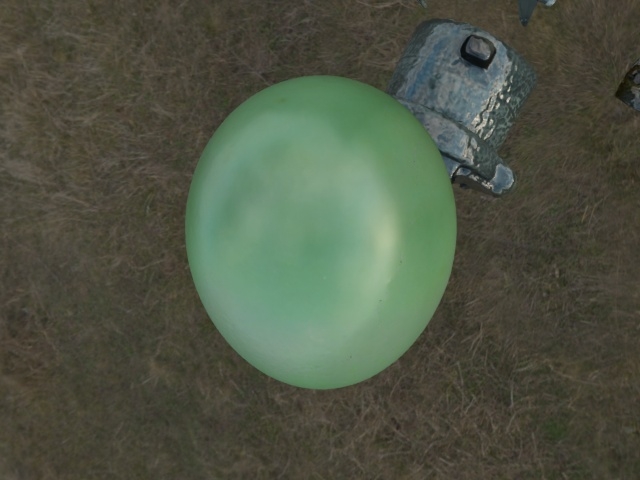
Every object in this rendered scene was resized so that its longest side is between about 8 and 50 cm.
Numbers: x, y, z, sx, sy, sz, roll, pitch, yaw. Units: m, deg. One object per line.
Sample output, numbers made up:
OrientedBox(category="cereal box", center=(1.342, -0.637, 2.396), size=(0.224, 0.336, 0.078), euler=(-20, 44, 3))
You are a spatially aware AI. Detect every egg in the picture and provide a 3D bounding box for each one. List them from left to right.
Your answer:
OrientedBox(category="egg", center=(0.000, 0.000, 0.429), size=(0.220, 0.220, 0.269), euler=(22, 131, 24))

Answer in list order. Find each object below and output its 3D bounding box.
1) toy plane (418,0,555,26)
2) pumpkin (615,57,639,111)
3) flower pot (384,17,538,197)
OrientedBox(category="toy plane", center=(0.055, -0.203, 0.294), size=(0.226, 0.226, 0.058), euler=(26, 94, -4))
OrientedBox(category="pumpkin", center=(0.628, -0.207, 0.749), size=(0.280, 0.190, 0.139), euler=(50, 142, 28))
OrientedBox(category="flower pot", center=(0.223, -0.195, 0.890), size=(0.299, 0.299, 0.283), euler=(31, 95, 19))
